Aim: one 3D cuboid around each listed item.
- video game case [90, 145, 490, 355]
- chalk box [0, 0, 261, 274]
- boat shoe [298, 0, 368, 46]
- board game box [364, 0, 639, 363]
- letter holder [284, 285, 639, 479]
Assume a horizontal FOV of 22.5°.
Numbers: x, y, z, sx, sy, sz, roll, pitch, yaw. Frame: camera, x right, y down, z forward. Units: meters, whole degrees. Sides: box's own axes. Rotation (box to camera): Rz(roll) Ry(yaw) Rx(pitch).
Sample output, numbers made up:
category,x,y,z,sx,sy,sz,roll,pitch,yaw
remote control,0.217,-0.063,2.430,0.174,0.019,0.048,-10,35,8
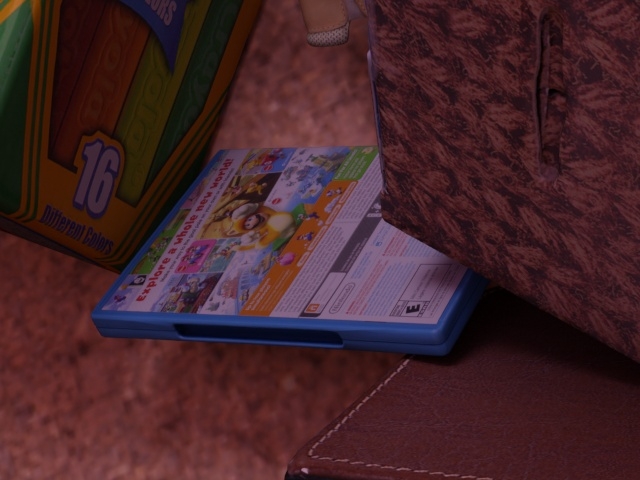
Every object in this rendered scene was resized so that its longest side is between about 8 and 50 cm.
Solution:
category,x,y,z,sx,sy,sz,roll,pitch,yaw
video game case,0.000,0.000,0.664,0.166,0.015,0.119,1,40,33
chalk box,-0.130,-0.154,0.717,0.179,0.180,0.289,17,84,24
boat shoe,0.014,-0.112,0.666,0.190,0.068,0.072,33,93,-16
board game box,0.151,-0.140,0.526,0.141,0.232,0.291,30,64,25
letter holder,0.171,0.118,0.563,0.301,0.214,0.152,3,109,24
